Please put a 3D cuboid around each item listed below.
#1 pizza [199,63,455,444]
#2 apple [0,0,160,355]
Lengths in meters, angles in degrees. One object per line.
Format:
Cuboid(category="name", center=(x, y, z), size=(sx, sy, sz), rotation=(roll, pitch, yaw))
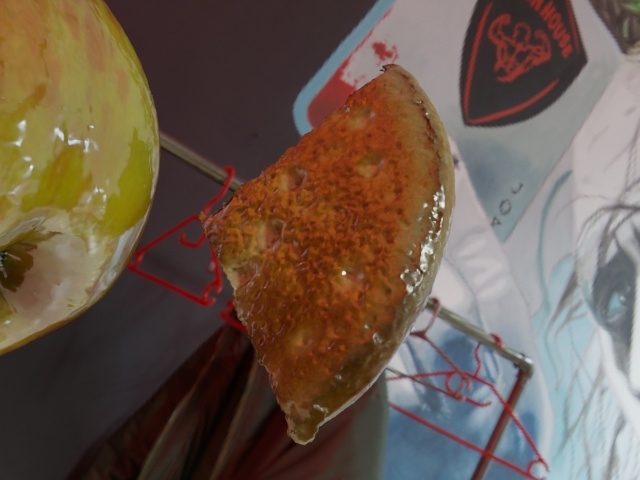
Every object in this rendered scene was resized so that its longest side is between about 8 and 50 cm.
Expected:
Cuboid(category="pizza", center=(0.000, 0.000, 0.550), size=(0.197, 0.292, 0.058), rotation=(-1, -29, 30))
Cuboid(category="apple", center=(-0.239, -0.047, 0.436), size=(0.302, 0.301, 0.301), rotation=(27, -9, 5))
